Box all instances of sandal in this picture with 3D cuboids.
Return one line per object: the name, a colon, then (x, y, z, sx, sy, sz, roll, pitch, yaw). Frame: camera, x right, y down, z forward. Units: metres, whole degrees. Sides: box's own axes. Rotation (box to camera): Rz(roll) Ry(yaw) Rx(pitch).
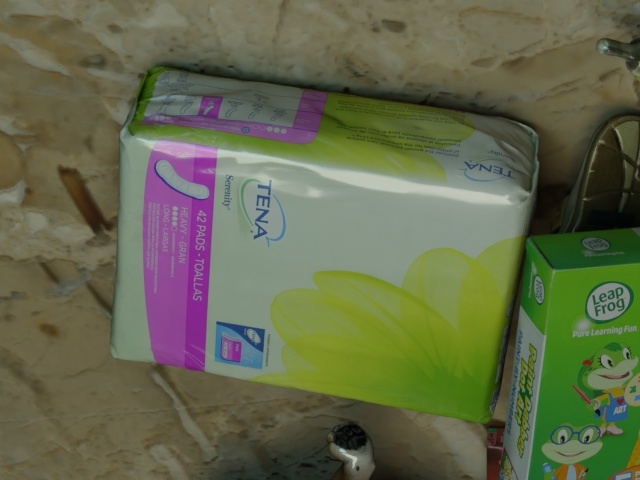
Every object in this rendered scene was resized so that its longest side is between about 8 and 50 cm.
sandal: (0.193, -0.013, 1.375, 0.072, 0.049, 0.180, 9, 113, -19)

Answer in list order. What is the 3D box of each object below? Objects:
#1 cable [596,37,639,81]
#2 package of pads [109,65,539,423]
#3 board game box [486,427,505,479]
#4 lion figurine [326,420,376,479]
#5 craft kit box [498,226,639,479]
cable: (0.330, -0.115, 1.287, 0.287, 0.072, 0.139, 28, 110, -24)
package of pads: (0.000, 0.000, 1.389, 0.297, 0.101, 0.229, 9, 128, 3)
board game box: (0.275, 0.220, 1.541, 0.281, 0.027, 0.145, 2, 125, 10)
lion figurine: (0.080, 0.266, 1.521, 0.392, 0.142, 0.240, 15, 136, 3)
craft kit box: (0.259, 0.104, 1.369, 0.250, 0.061, 0.246, -5, 117, -14)
